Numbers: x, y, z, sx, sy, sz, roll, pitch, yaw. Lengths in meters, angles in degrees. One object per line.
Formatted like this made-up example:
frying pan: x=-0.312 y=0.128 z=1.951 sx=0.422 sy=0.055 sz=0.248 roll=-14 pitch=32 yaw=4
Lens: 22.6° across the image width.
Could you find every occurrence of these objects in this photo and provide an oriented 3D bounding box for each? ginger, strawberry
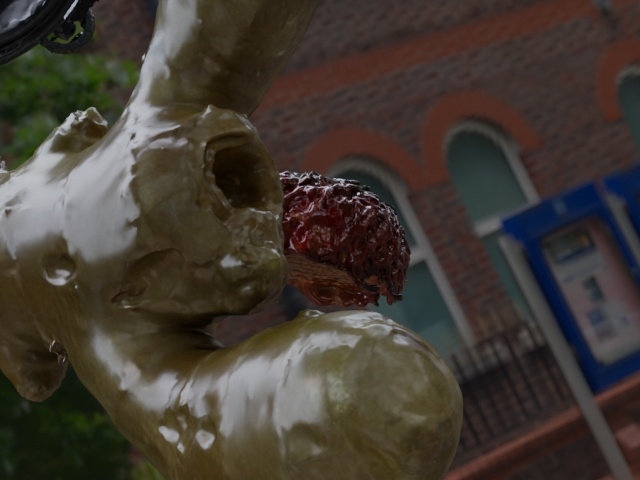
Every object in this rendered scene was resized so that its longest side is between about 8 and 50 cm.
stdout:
ginger: x=-0.086 y=0.023 z=0.802 sx=0.122 sy=0.363 sz=0.348 roll=6 pitch=-32 yaw=-46
strawberry: x=0.000 y=0.000 z=1.161 sx=0.145 sy=0.086 sz=0.145 roll=16 pitch=-21 yaw=6

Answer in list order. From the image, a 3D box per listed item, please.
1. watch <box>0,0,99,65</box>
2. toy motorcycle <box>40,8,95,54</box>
watch: x=-0.352 y=-0.268 z=1.373 sx=0.327 sy=0.314 sz=0.335 roll=-19 pitch=-49 yaw=1
toy motorcycle: x=-0.316 y=-0.253 z=1.584 sx=0.205 sy=0.114 sz=0.076 roll=13 pitch=-6 yaw=-2
